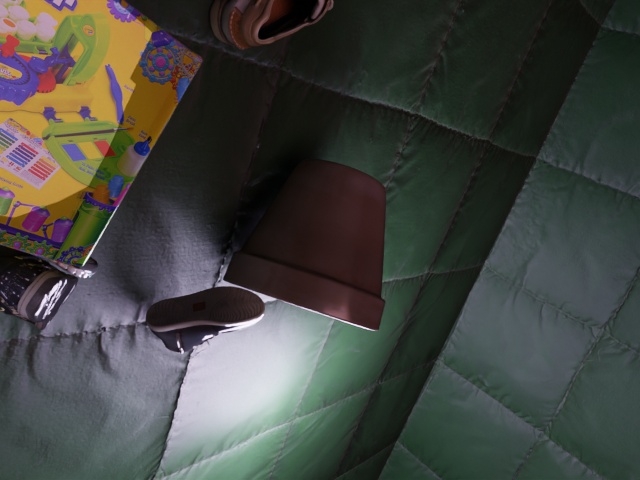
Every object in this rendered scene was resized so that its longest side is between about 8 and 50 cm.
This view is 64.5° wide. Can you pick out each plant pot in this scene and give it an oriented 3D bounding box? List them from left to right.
[{"bbox_3d":[0.000,0.000,1.026,0.323,0.323,0.281,28,77,-56],"label":"plant pot"}]

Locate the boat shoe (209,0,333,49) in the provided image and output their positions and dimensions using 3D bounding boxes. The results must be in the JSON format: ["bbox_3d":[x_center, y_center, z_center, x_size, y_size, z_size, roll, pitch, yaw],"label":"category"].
[{"bbox_3d":[-0.028,-0.395,0.808,0.302,0.103,0.113,-44,144,-18],"label":"boat shoe"}]

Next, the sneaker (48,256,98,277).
[{"bbox_3d":[-0.374,-0.005,0.737,0.076,0.065,0.166,-53,148,-13],"label":"sneaker"}]

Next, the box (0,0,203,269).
[{"bbox_3d":[-0.335,-0.164,0.520,0.290,0.177,0.279,29,94,-47],"label":"box"}]

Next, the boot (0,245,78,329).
[{"bbox_3d":[-0.427,0.040,0.673,0.178,0.236,0.085,33,69,-15],"label":"boot"}]

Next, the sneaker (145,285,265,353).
[{"bbox_3d":[-0.213,0.157,0.990,0.221,0.083,0.118,-5,143,0],"label":"sneaker"}]
